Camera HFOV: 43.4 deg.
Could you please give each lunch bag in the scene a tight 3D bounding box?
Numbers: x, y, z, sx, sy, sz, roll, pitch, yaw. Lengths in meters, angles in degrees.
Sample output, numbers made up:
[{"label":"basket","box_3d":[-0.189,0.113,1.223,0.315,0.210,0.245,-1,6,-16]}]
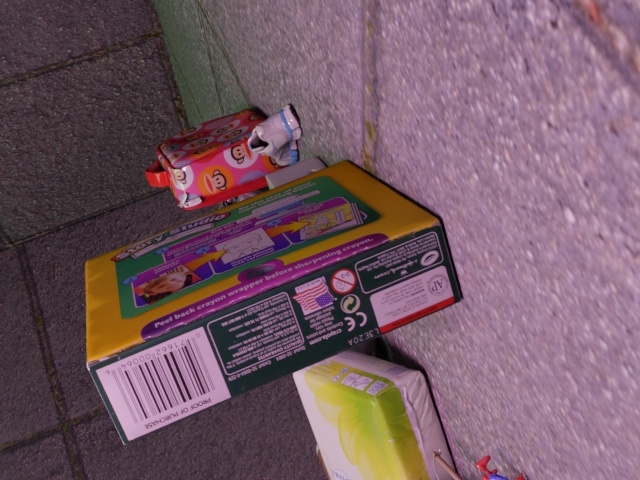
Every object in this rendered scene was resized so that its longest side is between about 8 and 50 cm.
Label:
[{"label":"lunch bag","box_3d":[-0.216,-0.159,1.581,0.293,0.258,0.120,-133,23,-67]}]

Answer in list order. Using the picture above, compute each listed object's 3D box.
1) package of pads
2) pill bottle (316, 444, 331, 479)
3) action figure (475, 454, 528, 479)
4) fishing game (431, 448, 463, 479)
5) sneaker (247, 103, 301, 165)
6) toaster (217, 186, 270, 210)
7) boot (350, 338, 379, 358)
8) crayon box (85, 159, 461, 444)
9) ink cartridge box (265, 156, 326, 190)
[{"label":"package of pads","box_3d":[0.088,0.309,1.192,0.229,0.101,0.296,7,120,56]},{"label":"pill bottle","box_3d":[0.062,0.531,1.957,0.216,0.121,0.121,-121,13,-45]},{"label":"action figure","box_3d":[0.206,0.264,0.832,0.115,0.030,0.038,40,156,61]},{"label":"fishing game","box_3d":[0.099,0.394,0.972,0.041,0.264,0.189,30,-174,-20]},{"label":"sneaker","box_3d":[-0.083,-0.168,1.356,0.191,0.083,0.071,100,146,-75]},{"label":"toaster","box_3d":[-0.166,-0.048,1.817,0.168,0.110,0.186,-67,25,15]},{"label":"boot","box_3d":[0.084,0.225,1.315,0.123,0.095,0.258,44,161,44]},{"label":"crayon box","box_3d":[-0.076,0.044,0.911,0.313,0.363,0.106,-135,25,-68]},{"label":"ink cartridge box","box_3d":[0.000,0.000,1.223,0.154,0.093,0.212,-127,20,-60]}]
